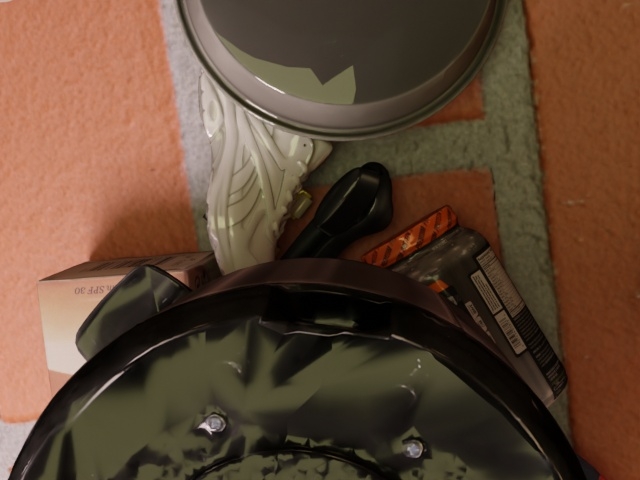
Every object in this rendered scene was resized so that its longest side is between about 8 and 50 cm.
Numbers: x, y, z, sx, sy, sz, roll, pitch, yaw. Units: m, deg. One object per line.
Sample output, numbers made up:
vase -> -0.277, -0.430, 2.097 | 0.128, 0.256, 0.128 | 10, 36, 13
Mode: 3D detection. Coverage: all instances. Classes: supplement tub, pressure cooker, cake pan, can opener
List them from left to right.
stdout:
pressure cooker -> -0.002, 0.197, 0.833 | 0.376, 0.420, 0.369 | -4, 93, 2
can opener -> 0.000, 0.000, 1.075 | 0.073, 0.059, 0.186 | 22, 121, -33
cake pan -> 0.018, -0.233, 0.993 | 0.293, 0.054, 0.293 | 0, 84, -1
supplement tub -> 0.122, 0.072, 1.027 | 0.117, 0.117, 0.190 | -32, 90, 14

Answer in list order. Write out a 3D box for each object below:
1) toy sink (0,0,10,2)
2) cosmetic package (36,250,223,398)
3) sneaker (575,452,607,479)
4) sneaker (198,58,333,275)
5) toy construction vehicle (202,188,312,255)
toy sink -> -0.374, -0.331, 1.055 | 0.153, 0.234, 0.131 | 1, 69, 13
cosmetic package -> -0.157, 0.166, 1.093 | 0.153, 0.129, 0.296 | -6, 97, 12
sneaker -> 0.154, 0.347, 1.051 | 0.148, 0.131, 0.350 | 33, 103, 10
sneaker -> -0.045, -0.056, 1.035 | 0.115, 0.090, 0.232 | -4, 90, 0
toy construction vehicle -> -0.062, -0.041, 1.097 | 0.098, 0.035, 0.086 | 34, 92, 3
